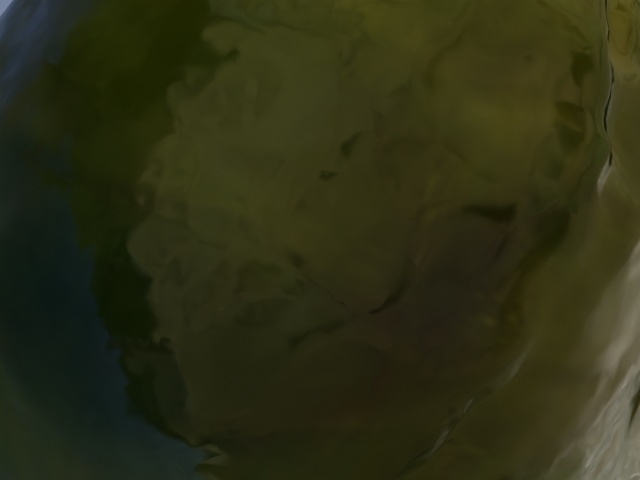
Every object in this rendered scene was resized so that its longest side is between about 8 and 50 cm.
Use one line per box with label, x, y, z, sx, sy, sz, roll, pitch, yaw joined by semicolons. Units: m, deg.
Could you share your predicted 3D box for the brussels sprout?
brussels sprout;0.000;0.000;0.699;0.344;0.268;0.344;-22;-58;-40
